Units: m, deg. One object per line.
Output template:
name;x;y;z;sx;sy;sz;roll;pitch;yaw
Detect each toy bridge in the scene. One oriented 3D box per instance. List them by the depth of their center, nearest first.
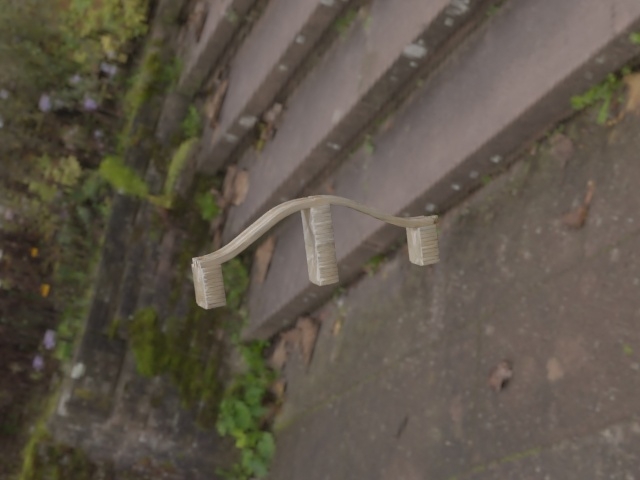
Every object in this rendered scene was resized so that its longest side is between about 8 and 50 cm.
toy bridge;0.000;0.000;0.803;0.026;0.188;0.063;-161;62;-68
